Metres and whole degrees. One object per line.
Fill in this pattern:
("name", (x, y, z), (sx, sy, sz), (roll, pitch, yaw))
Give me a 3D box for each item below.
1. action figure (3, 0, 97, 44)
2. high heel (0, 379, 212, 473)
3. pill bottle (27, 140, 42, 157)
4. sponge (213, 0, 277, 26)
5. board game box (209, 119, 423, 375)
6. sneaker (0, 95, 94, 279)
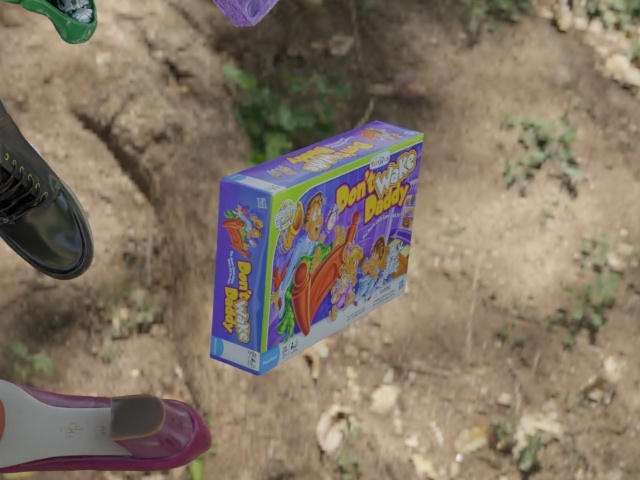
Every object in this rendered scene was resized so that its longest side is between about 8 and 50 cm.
("action figure", (-0.178, -0.212, 0.767), (0.137, 0.063, 0.232), (-29, 96, -23))
("high heel", (-0.338, 0.265, 1.892), (0.377, 0.181, 0.127), (0, 69, 19))
("pill bottle", (-0.444, -0.079, 1.894), (0.117, 0.215, 0.117), (5, 81, -31))
("sponge", (-0.080, -0.250, 0.910), (0.117, 0.210, 0.031), (-53, 26, -19))
("board game box", (0.000, 0.000, 1.798), (0.078, 0.233, 0.347), (18, 25, 29))
("sneaker", (-0.282, -0.040, 1.285), (0.083, 0.222, 0.118), (-32, 21, 3))
